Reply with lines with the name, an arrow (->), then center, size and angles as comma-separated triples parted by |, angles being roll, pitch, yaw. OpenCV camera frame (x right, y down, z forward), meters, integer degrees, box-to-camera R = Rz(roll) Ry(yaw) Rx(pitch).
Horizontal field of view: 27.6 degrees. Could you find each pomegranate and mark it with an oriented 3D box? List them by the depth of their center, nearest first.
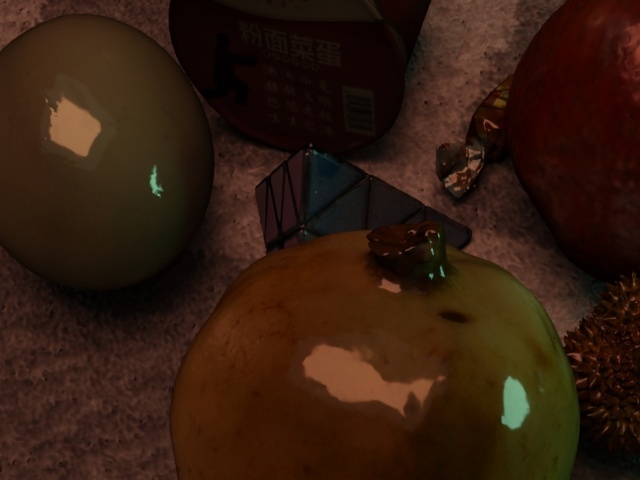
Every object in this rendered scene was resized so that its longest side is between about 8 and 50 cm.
pomegranate -> 0.038, 0.138, 0.931 | 0.307, 0.307, 0.307 | -5, 54, 7

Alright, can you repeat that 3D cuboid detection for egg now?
egg -> -0.205, -0.079, 1.155 | 0.219, 0.219, 0.269 | -23, 49, -6

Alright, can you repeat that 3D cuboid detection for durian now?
durian -> 0.254, 0.092, 0.984 | 0.158, 0.168, 0.137 | -17, 76, 23

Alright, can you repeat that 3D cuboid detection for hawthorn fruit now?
hawthorn fruit -> 0.289, -0.091, 1.052 | 0.284, 0.284, 0.284 | -5, 54, 7

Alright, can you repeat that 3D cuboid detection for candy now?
candy -> 0.169, -0.113, 1.212 | 0.053, 0.046, 0.182 | 32, 64, 26

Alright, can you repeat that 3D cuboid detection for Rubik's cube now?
Rubik's cube -> 0.000, 0.000, 1.088 | 0.211, 0.178, 0.190 | 8, 60, 17

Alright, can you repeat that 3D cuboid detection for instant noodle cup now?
instant noodle cup -> -0.003, -0.222, 1.223 | 0.235, 0.234, 0.178 | 13, 49, 19
